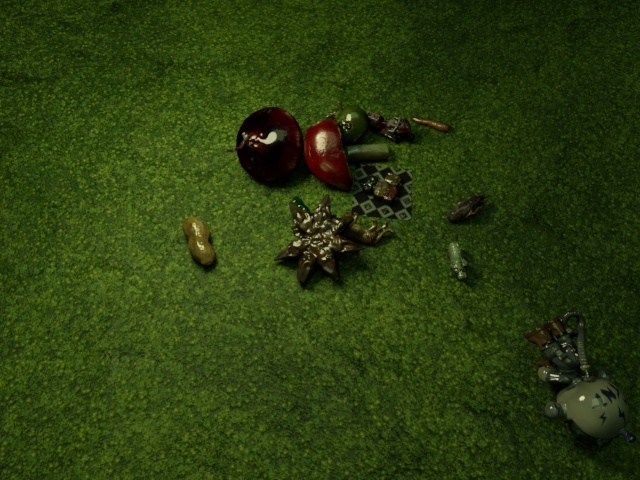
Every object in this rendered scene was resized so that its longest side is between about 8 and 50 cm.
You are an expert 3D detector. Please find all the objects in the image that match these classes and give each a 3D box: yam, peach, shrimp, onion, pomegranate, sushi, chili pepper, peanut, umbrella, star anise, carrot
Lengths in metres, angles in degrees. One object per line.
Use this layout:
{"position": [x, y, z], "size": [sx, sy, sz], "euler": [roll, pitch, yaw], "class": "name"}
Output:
{"position": [0.174, -0.333, 2.009], "size": [0.170, 0.068, 0.068], "euler": [-6, 62, -4], "class": "yam"}
{"position": [0.023, -0.298, 1.910], "size": [0.154, 0.159, 0.267], "euler": [-12, 98, 9], "class": "peach"}
{"position": [0.539, -0.122, 1.911], "size": [0.190, 0.073, 0.074], "euler": [-35, 73, -13], "class": "shrimp"}
{"position": [-0.201, -0.350, 1.891], "size": [0.273, 0.285, 0.272], "euler": [-2, 87, 34], "class": "onion"}
{"position": [0.102, -0.459, 2.033], "size": [0.152, 0.131, 0.191], "euler": [-45, 50, 17], "class": "pomegranate"}
{"position": [0.232, -0.193, 1.947], "size": [0.220, 0.047, 0.231], "euler": [6, 62, 1], "class": "sushi"}
{"position": [-0.034, -0.095, 1.883], "size": [0.182, 0.050, 0.073], "euler": [28, 55, 9], "class": "chili pepper"}
{"position": [-0.411, 0.002, 1.801], "size": [0.089, 0.089, 0.192], "euler": [-18, 68, -11], "class": "peanut"}
{"position": [0.471, 0.072, 1.808], "size": [0.062, 0.067, 0.143], "euler": [25, 45, -36], "class": "umbrella"}
{"position": [-0.019, -0.005, 1.778], "size": [0.316, 0.108, 0.315], "euler": [0, 86, 4], "class": "star anise"}
{"position": [0.438, -0.469, 2.113], "size": [0.165, 0.035, 0.035], "euler": [21, 63, 11], "class": "carrot"}

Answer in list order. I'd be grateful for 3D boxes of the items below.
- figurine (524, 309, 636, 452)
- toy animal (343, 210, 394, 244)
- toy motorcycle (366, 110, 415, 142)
{"position": [0.753, 0.428, 1.564], "size": [0.261, 0.186, 0.381], "euler": [-26, 70, -9], "class": "figurine"}
{"position": [0.137, -0.041, 1.849], "size": [0.241, 0.057, 0.099], "euler": [17, 99, 1], "class": "toy animal"}
{"position": [0.266, -0.444, 2.045], "size": [0.213, 0.122, 0.082], "euler": [24, 77, 12], "class": "toy motorcycle"}
